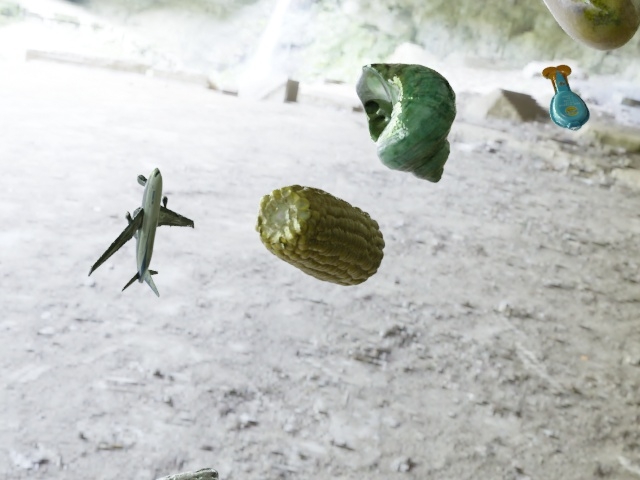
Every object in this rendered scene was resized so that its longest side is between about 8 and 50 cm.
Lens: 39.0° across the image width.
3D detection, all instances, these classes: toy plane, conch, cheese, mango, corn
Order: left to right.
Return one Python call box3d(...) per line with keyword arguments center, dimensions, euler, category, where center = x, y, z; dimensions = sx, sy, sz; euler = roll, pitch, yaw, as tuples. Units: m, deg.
box3d(center=(-0.270, -0.017, 1.405), dimensions=(0.058, 0.226, 0.226), euler=(24, 33, 30), category="toy plane")
box3d(center=(0.004, -0.003, 0.947), dimensions=(0.091, 0.091, 0.260), euler=(44, 8, 18), category="corn")
box3d(center=(0.130, -0.181, 1.346), dimensions=(0.122, 0.188, 0.176), euler=(6, -17, -37), category="conch")
box3d(center=(0.303, -0.178, 1.120), dimensions=(0.047, 0.017, 0.111), euler=(-6, 56, 1), category="cheese")
box3d(center=(0.456, -0.448, 1.540), dimensions=(0.211, 0.173, 0.317), euler=(34, 38, -46), category="mango")

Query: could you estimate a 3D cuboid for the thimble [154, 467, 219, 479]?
box3d(center=(-0.175, 0.391, 1.240), dimensions=(0.098, 0.150, 0.150), euler=(-10, 21, -10), category="thimble")
